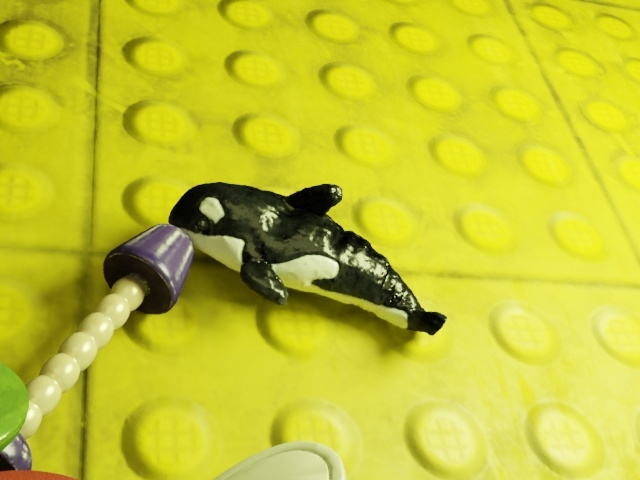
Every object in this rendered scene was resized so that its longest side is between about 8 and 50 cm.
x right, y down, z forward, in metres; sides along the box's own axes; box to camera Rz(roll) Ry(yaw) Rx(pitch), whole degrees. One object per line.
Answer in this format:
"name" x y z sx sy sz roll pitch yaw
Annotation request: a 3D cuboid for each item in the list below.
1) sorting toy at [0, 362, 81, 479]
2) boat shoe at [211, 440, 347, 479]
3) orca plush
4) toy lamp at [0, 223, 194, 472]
"sorting toy" -0.252 0.162 0.547 0.127 0.126 0.365 -5 28 -44
"boat shoe" -0.073 0.261 0.479 0.116 0.099 0.319 5 47 39
"orca plush" 0.000 0.000 0.825 0.287 0.102 0.151 30 25 9
"toy lamp" -0.195 0.084 0.720 0.080 0.080 0.275 27 47 6
